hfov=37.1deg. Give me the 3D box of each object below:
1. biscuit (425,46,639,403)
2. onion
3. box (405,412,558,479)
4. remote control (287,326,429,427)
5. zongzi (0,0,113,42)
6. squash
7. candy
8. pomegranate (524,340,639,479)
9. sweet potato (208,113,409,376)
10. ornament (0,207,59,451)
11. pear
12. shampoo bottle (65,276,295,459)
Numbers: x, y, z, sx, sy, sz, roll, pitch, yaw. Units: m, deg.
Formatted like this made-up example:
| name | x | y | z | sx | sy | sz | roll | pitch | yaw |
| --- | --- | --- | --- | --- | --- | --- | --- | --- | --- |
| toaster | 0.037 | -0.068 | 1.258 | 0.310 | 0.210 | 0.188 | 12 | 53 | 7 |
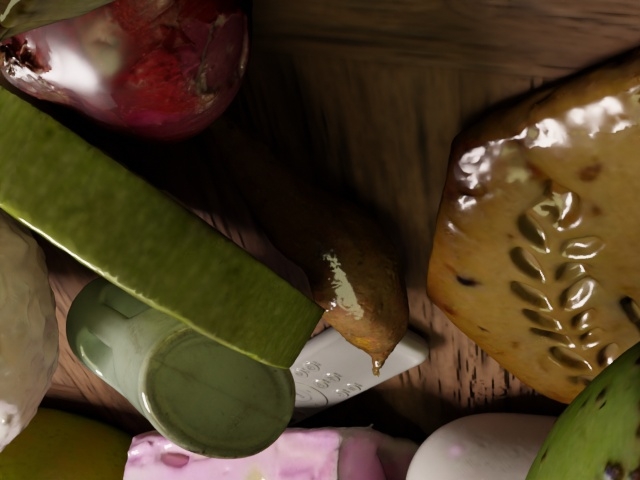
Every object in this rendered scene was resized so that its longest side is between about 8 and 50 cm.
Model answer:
| name | x | y | z | sx | sy | sz | roll | pitch | yaw |
| --- | --- | --- | --- | --- | --- | --- | --- | --- | --- |
| biscuit | 0.227 | 0.026 | 0.533 | 0.358 | 0.046 | 0.359 | 14 | 145 | 10 |
| onion | -0.092 | -0.106 | 0.435 | 0.131 | 0.131 | 0.131 | 13 | 146 | 9 |
| box | 0.236 | 0.267 | 0.783 | 0.288 | 0.141 | 0.349 | 2 | 143 | 27 |
| remote control | -0.007 | 0.118 | 0.793 | 0.067 | 0.029 | 0.261 | 30 | 146 | -17 |
| zongzi | -0.072 | -0.208 | 0.276 | 0.299 | 0.145 | 0.274 | -12 | 114 | 7 |
| squash | -0.109 | -0.012 | 0.537 | 0.252 | 0.049 | 0.252 | 33 | 176 | 3 |
| candy | -0.040 | 0.232 | 0.860 | 0.265 | 0.116 | 0.155 | -10 | 156 | 37 |
| pomegranate | 0.220 | 0.208 | 0.445 | 0.284 | 0.341 | 0.285 | 9 | 142 | 7 |
| sweet potato | 0.006 | -0.001 | 0.590 | 0.068 | 0.068 | 0.226 | -10 | 127 | 37 |
| ornament | -0.317 | 0.054 | 0.668 | 0.259 | 0.225 | 0.259 | -23 | 154 | -12 |
| pear | -0.300 | 0.312 | 1.095 | 0.398 | 0.165 | 0.399 | 13 | 146 | 9 |
| shampoo bottle | -0.120 | 0.081 | 0.706 | 0.118 | 0.087 | 0.234 | 31 | 172 | -32 |
